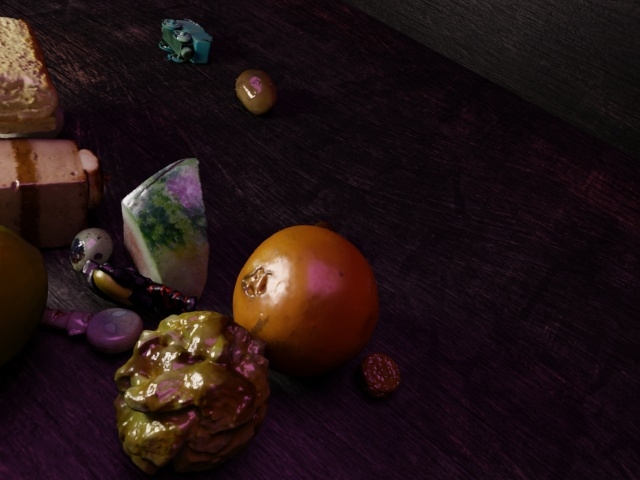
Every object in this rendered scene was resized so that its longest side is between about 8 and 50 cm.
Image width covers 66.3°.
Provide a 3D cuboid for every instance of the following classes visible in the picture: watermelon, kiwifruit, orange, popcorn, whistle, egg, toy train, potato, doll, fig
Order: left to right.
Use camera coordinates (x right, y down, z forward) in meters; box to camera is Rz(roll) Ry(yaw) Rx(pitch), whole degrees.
[{"bbox_3d":[-0.627,0.097,0.807,0.343,0.343,0.343,11,44,-11],"label":"fig"},{"bbox_3d":[-0.508,0.022,1.084,0.085,0.085,0.110,21,52,0],"label":"egg"},{"bbox_3d":[-0.451,0.174,0.977,0.220,0.057,0.107,11,29,-4],"label":"whistle"},{"bbox_3d":[-0.379,0.107,1.019,0.248,0.127,0.088,26,32,-7],"label":"doll"},{"bbox_3d":[-0.330,-0.022,1.126,0.193,0.310,0.231,-25,22,-38],"label":"watermelon"},{"bbox_3d":[-0.507,-0.750,1.847,0.163,0.112,0.203,-14,54,-40],"label":"toy train"},{"bbox_3d":[-0.222,0.251,0.855,0.282,0.247,0.282,4,39,-3],"label":"popcorn"},{"bbox_3d":[-0.226,-0.522,1.712,0.137,0.137,0.176,-23,60,-37],"label":"potato"},{"bbox_3d":[-0.029,0.124,1.008,0.312,0.312,0.312,11,44,-11],"label":"orange"},{"bbox_3d":[0.000,0.000,1.310,0.075,0.075,0.124,21,47,0],"label":"kiwifruit"}]

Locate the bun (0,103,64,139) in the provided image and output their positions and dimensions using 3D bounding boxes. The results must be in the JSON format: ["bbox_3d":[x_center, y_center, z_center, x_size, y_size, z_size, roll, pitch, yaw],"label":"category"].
[{"bbox_3d":[-0.804,-0.332,1.284,0.239,0.141,0.239,9,46,-10],"label":"bun"}]

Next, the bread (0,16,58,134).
[{"bbox_3d":[-0.753,-0.379,1.114,0.236,0.165,0.375,-8,44,-34],"label":"bread"}]

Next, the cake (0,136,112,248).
[{"bbox_3d":[-0.625,-0.109,1.099,0.293,0.199,0.196,-7,44,-32],"label":"cake"}]

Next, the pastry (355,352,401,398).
[{"bbox_3d":[0.127,0.294,1.073,0.097,0.057,0.109,32,45,10],"label":"pastry"}]
